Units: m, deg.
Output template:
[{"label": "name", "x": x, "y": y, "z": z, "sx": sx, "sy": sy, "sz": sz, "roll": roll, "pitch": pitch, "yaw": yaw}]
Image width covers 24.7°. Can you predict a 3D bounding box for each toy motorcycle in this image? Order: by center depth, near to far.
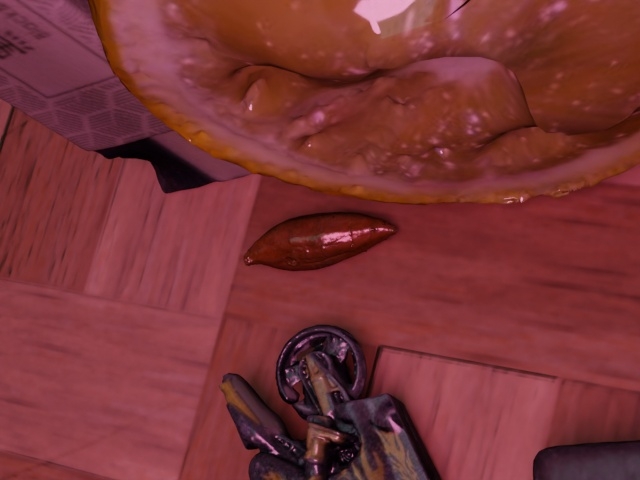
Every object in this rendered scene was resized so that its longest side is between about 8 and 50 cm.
[{"label": "toy motorcycle", "x": 0.006, "y": 0.144, "z": 0.784, "sx": 0.124, "sy": 0.061, "sz": 0.193, "roll": -35, "pitch": 67, "yaw": 7}]

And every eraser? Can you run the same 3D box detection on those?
[{"label": "eraser", "x": -0.158, "y": -0.138, "z": 0.770, "sx": 0.098, "sy": 0.404, "sz": 0.096, "roll": -13, "pitch": 65, "yaw": 25}]

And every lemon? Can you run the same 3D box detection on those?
[{"label": "lemon", "x": 0.052, "y": -0.214, "z": 0.723, "sx": 0.364, "sy": 0.364, "sz": 0.364, "roll": -10, "pitch": 68, "yaw": 27}]

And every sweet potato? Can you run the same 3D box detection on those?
[{"label": "sweet potato", "x": 0.000, "y": 0.000, "z": 0.857, "sx": 0.095, "sy": 0.034, "sz": 0.034, "roll": -9, "pitch": 69, "yaw": 15}]

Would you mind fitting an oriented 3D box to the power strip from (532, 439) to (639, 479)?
[{"label": "power strip", "x": 0.216, "y": 0.139, "z": 0.663, "sx": 0.257, "sy": 0.070, "sz": 0.105, "roll": -8, "pitch": 67, "yaw": 26}]
